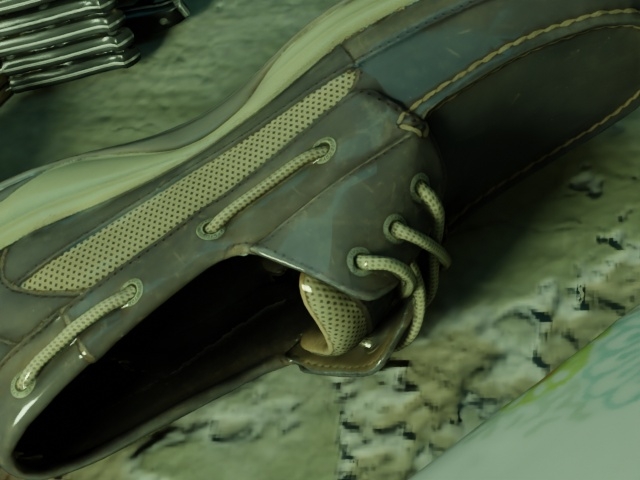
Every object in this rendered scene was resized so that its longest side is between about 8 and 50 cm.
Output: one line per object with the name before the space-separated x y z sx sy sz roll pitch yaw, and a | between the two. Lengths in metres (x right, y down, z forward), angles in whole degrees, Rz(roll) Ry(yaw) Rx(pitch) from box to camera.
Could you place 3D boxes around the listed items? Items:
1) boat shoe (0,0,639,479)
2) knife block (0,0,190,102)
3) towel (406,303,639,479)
boat shoe | 0.000 0.000 0.639 0.355 0.132 0.130 -28 54 2
knife block | -0.220 -0.158 0.874 0.275 0.088 0.242 18 54 32
towel | 0.131 0.102 0.395 0.320 0.090 0.374 -33 12 -15
